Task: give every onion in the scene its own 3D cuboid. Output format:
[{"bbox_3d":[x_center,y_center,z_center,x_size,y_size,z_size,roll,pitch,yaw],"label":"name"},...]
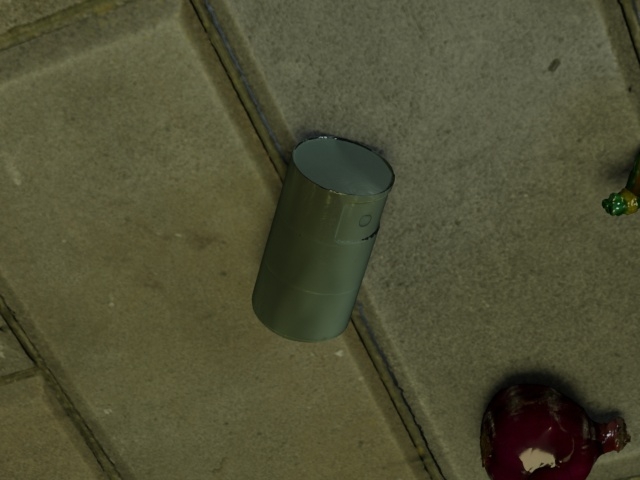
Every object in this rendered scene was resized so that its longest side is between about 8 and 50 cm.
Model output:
[{"bbox_3d":[0.307,0.272,1.698,0.198,0.135,0.173,-3,126,7],"label":"onion"}]

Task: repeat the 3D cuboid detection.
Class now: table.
[{"bbox_3d":[0.000,0.000,1.562,0.126,0.126,0.220,14,124,-2],"label":"table"}]

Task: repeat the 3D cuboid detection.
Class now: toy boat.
[{"bbox_3d":[0.388,-0.122,1.453,0.088,0.089,0.230,8,118,-23],"label":"toy boat"}]
